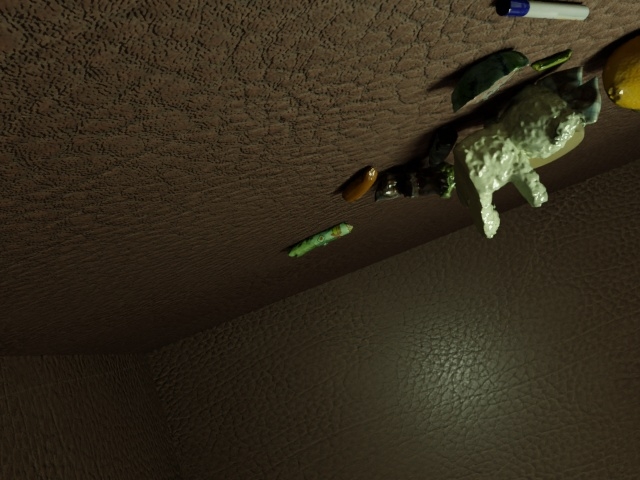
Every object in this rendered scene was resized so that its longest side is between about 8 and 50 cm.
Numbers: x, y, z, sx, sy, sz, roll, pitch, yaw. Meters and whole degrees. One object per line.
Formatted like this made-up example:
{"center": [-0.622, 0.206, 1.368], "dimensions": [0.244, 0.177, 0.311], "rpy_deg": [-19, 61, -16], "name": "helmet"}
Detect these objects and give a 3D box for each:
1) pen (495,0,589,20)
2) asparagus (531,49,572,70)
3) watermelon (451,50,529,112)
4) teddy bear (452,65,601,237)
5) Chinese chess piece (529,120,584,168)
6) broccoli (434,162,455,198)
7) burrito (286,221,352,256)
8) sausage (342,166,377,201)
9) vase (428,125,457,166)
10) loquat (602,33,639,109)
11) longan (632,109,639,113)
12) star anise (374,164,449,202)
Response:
{"center": [0.428, -0.438, 0.958], "dimensions": [0.269, 0.033, 0.033], "rpy_deg": [-14, 166, -33], "name": "pen"}
{"center": [0.564, -0.436, 1.219], "dimensions": [0.108, 0.021, 0.025], "rpy_deg": [-22, 167, -1], "name": "asparagus"}
{"center": [0.365, -0.356, 1.133], "dimensions": [0.187, 0.071, 0.139], "rpy_deg": [-33, 172, 11], "name": "watermelon"}
{"center": [0.562, -0.236, 1.390], "dimensions": [0.362, 0.327, 0.375], "rpy_deg": [-24, 139, 7], "name": "teddy bear"}
{"center": [0.733, -0.335, 1.682], "dimensions": [0.273, 0.102, 0.273], "rpy_deg": [-16, 162, -6], "name": "Chinese chess piece"}
{"center": [0.427, -0.206, 1.734], "dimensions": [0.131, 0.120, 0.130], "rpy_deg": [4, 173, -2], "name": "broccoli"}
{"center": [0.000, 0.000, 2.045], "dimensions": [0.288, 0.054, 0.104], "rpy_deg": [-25, 169, 7], "name": "burrito"}
{"center": [0.122, -0.168, 1.535], "dimensions": [0.062, 0.054, 0.183], "rpy_deg": [-48, -175, -41], "name": "sausage"}
{"center": [0.352, -0.267, 1.489], "dimensions": [0.060, 0.060, 0.211], "rpy_deg": [-21, 168, -4], "name": "vase"}
{"center": [0.847, -0.442, 1.305], "dimensions": [0.234, 0.187, 0.176], "rpy_deg": [-29, -149, -7], "name": "loquat"}
{"center": [1.148, -0.499, 1.782], "dimensions": [0.113, 0.092, 0.113], "rpy_deg": [-43, -179, 1], "name": "longan"}
{"center": [0.286, -0.188, 1.611], "dimensions": [0.223, 0.109, 0.236], "rpy_deg": [-3, -168, 27], "name": "star anise"}
